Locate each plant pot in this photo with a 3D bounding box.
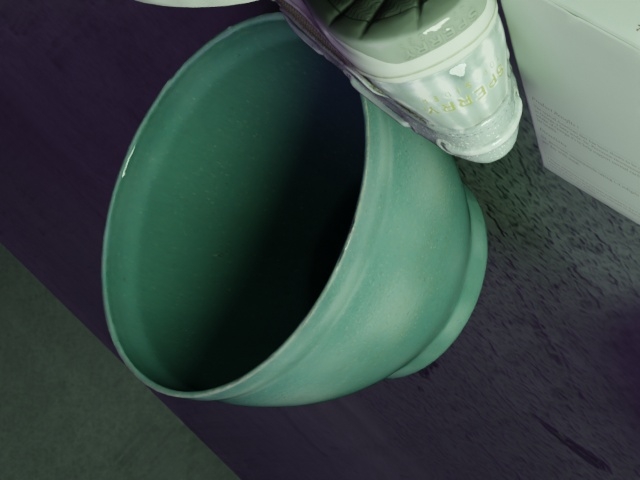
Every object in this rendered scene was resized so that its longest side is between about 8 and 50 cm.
[{"bbox_3d":[0.000,0.000,1.504,0.196,0.293,0.293,22,180,-39],"label":"plant pot"}]

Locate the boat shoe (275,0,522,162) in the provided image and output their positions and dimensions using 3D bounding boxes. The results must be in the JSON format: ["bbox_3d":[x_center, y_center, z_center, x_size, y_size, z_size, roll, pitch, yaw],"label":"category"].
[{"bbox_3d":[0.033,-0.145,1.153,0.103,0.118,0.320,60,177,-30],"label":"boat shoe"}]

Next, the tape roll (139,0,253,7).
[{"bbox_3d":[-0.058,-0.260,0.984,0.246,0.246,0.169,33,161,31],"label":"tape roll"}]

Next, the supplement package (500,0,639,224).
[{"bbox_3d":[0.177,-0.102,1.075,0.105,0.105,0.179,35,162,31],"label":"supplement package"}]
